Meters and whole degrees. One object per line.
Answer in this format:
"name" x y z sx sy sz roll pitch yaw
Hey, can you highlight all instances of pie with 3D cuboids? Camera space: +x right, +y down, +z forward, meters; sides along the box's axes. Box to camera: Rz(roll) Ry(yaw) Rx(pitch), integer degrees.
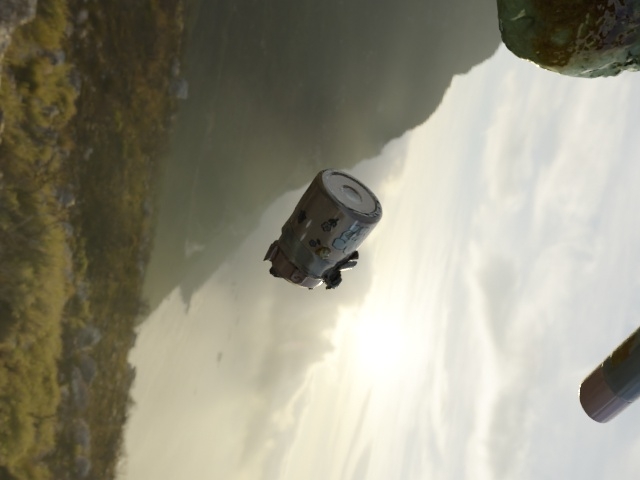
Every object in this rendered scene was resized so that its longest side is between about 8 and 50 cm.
"pie" 0.350 -0.341 0.900 0.105 0.257 0.274 -60 169 -54

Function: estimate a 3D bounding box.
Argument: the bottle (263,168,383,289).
"bottle" 0.000 -0.001 0.841 0.152 0.099 0.099 -55 -170 29

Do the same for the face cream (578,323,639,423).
"face cream" 0.369 0.121 0.791 0.198 0.057 0.084 -56 170 32
